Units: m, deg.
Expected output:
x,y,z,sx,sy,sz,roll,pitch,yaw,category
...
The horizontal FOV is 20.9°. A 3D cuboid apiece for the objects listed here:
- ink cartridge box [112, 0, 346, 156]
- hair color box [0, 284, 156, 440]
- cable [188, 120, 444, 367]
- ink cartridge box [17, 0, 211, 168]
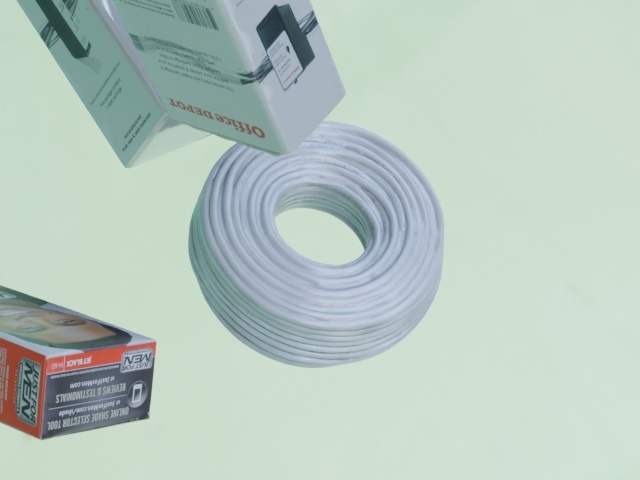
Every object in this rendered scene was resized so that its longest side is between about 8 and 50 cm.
x,y,z,sx,sy,sz,roll,pitch,yaw,category
-0.085,-0.183,1.395,0.087,0.153,0.208,-46,136,-25,ink cartridge box
-0.154,0.055,0.853,0.141,0.043,0.072,16,14,39,hair color box
0.000,0.000,1.718,0.257,0.089,0.257,-3,58,-17,cable
-0.172,-0.235,1.723,0.197,0.114,0.273,-26,78,-39,ink cartridge box
